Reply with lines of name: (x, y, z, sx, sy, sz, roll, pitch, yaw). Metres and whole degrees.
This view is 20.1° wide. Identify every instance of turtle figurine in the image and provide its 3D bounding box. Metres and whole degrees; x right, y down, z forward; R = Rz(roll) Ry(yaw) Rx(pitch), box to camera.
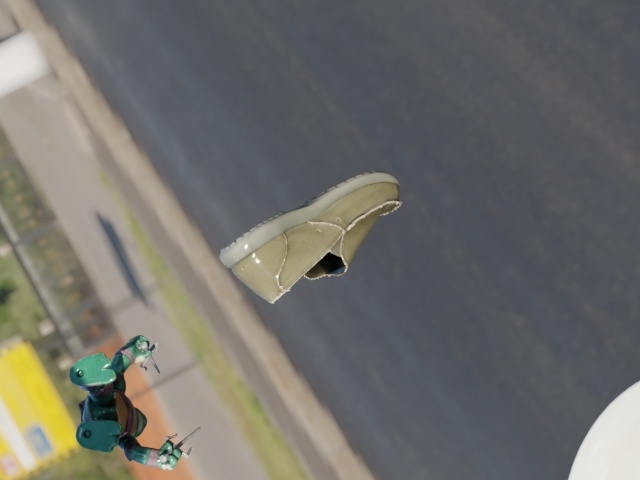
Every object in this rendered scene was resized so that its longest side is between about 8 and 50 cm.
turtle figurine: (-0.237, 0.210, 2.201, 0.175, 0.118, 0.234, 64, -173, 15)

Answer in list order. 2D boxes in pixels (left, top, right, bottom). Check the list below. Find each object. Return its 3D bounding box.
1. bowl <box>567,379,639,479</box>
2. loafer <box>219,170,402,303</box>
bowl: (0.332, 0.230, 1.324, 0.298, 0.134, 0.297, 4, 95, 45)
loafer: (0.000, 0.000, 1.944, 0.094, 0.251, 0.087, -31, 87, 51)
